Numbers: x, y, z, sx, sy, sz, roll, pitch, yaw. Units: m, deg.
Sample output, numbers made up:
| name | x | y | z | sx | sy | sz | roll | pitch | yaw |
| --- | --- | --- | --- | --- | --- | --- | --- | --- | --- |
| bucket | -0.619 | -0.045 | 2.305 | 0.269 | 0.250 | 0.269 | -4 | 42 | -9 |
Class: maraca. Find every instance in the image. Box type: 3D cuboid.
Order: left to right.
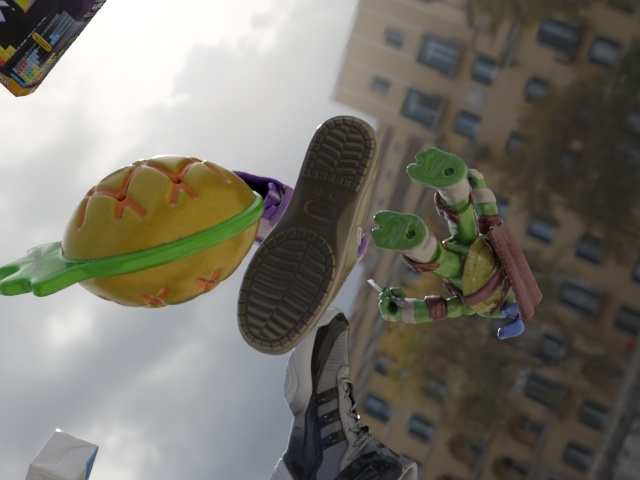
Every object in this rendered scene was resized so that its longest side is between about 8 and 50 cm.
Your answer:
| name | x | y | z | sx | sy | sz | roll | pitch | yaw |
| --- | --- | --- | --- | --- | --- | --- | --- | --- | --- |
| maraca | -0.127 | 0.000 | 0.962 | 0.127 | 0.185 | 0.099 | -141 | 34 | -74 |

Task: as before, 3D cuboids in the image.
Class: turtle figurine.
| name | x | y | z | sx | sy | sz | roll | pitch | yaw |
| --- | --- | --- | --- | --- | --- | --- | --- | --- | --- |
| turtle figurine | 0.130 | -0.004 | 1.754 | 0.197 | 0.275 | 0.266 | -30 | -34 | 5 |

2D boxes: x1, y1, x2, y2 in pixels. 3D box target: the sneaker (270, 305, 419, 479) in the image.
| name | x | y | z | sx | sy | sz | roll | pitch | yaw |
| --- | --- | --- | --- | --- | --- | --- | --- | --- | --- |
| sneaker | 0.037 | 0.211 | 1.581 | 0.101 | 0.153 | 0.269 | 34 | -116 | -68 |

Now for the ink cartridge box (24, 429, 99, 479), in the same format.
| name | x | y | z | sx | sy | sz | roll | pitch | yaw |
| --- | --- | --- | --- | --- | --- | --- | --- | --- | --- |
| ink cartridge box | -0.333 | 0.336 | 1.740 | 0.104 | 0.060 | 0.180 | -64 | -6 | -71 |

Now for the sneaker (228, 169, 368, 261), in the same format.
| name | x | y | z | sx | sy | sz | roll | pitch | yaw |
| --- | --- | --- | --- | --- | --- | --- | --- | --- | --- |
| sneaker | -0.048 | -0.031 | 1.876 | 0.104 | 0.236 | 0.095 | 116 | 172 | -61 |

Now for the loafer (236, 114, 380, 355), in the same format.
| name | x | y | z | sx | sy | sz | roll | pitch | yaw |
| --- | --- | --- | --- | --- | --- | --- | --- | --- | --- |
| loafer | 0.000 | 0.000 | 1.524 | 0.269 | 0.102 | 0.092 | -64 | -20 | 3 |

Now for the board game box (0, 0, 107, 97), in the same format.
| name | x | y | z | sx | sy | sz | roll | pitch | yaw |
| --- | --- | --- | --- | --- | --- | --- | --- | --- | --- |
| board game box | -0.303 | -0.246 | 1.369 | 0.141 | 0.170 | 0.048 | -48 | -1 | 19 |
